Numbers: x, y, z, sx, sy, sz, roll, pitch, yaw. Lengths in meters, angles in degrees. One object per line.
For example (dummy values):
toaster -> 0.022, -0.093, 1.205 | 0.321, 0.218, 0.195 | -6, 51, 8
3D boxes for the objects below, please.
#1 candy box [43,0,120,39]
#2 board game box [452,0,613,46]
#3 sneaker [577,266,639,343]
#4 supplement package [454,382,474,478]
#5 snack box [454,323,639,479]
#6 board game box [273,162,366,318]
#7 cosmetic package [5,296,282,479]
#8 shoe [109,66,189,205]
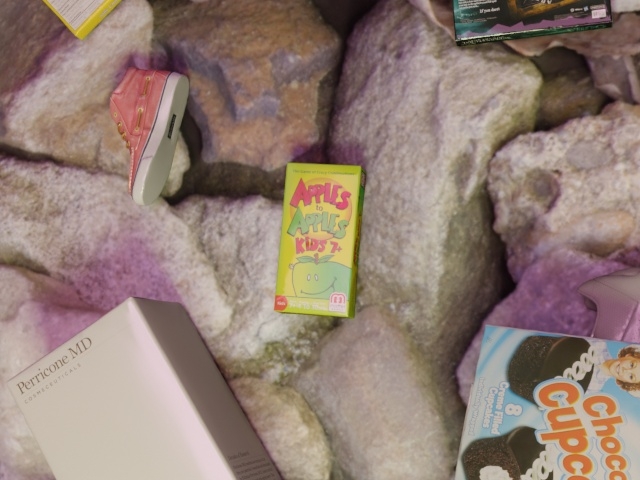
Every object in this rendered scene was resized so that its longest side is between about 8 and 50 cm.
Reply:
candy box -> -0.278, -0.372, 1.468 | 0.206, 0.027, 0.105 | -44, 73, 4
board game box -> 0.251, -0.307, 1.342 | 0.186, 0.026, 0.126 | -4, 81, 12
sneaker -> 0.348, 0.154, 1.226 | 0.121, 0.099, 0.262 | -13, 65, 22
supplement package -> 0.206, 0.255, 1.235 | 0.105, 0.105, 0.179 | 9, 84, 16
snack box -> 0.227, 0.243, 1.096 | 0.187, 0.060, 0.322 | 6, 58, 17
board game box -> 0.000, 0.000, 1.347 | 0.092, 0.043, 0.181 | 3, 83, 13
cosmetic package -> -0.178, 0.268, 1.295 | 0.197, 0.155, 0.365 | -35, 78, 9
shoe -> -0.228, -0.134, 1.410 | 0.081, 0.063, 0.178 | 12, 80, 15
